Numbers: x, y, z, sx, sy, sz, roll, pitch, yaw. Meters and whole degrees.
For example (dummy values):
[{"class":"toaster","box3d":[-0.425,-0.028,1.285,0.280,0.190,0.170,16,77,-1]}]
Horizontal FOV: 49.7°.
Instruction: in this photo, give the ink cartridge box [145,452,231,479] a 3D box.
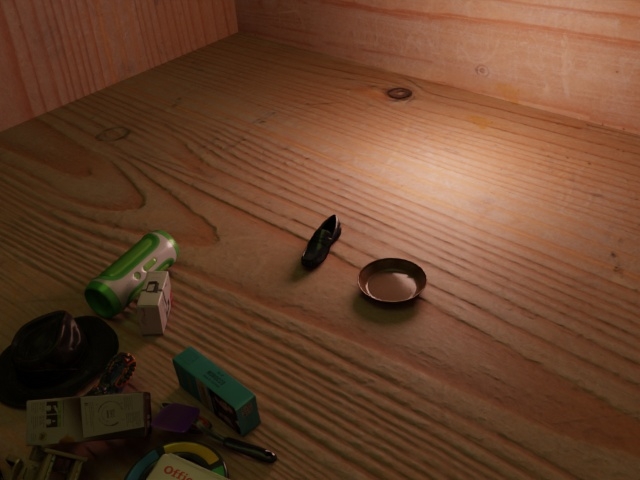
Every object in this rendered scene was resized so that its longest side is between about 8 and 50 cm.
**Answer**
[{"class":"ink cartridge box","box3d":[-0.275,0.575,1.285,0.207,0.117,0.283,17,48,19]}]

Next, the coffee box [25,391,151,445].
[{"class":"coffee box","box3d":[-0.508,0.395,1.535,0.246,0.141,0.098,-3,78,-8]}]

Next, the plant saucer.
[{"class":"plant saucer","box3d":[0.204,0.122,1.967,0.198,0.036,0.199,-2,36,2]}]

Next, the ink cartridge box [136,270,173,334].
[{"class":"ink cartridge box","box3d":[-0.456,0.173,1.904,0.063,0.109,0.151,0,36,0]}]

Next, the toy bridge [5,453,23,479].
[{"class":"toy bridge","box3d":[-0.707,0.549,1.485,0.063,0.026,0.188,11,40,20]}]

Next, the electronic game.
[{"class":"electronic game","box3d":[-0.309,0.521,1.463,0.229,0.048,0.229,-2,36,2]}]

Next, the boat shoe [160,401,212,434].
[{"class":"boat shoe","box3d":[-0.316,0.414,1.615,0.136,0.043,0.049,15,38,22]}]

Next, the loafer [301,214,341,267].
[{"class":"loafer","box3d":[0.000,0.000,2.119,0.076,0.078,0.223,12,39,22]}]

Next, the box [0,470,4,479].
[{"class":"box","box3d":[-0.729,0.485,1.374,0.143,0.191,0.381,-31,33,-20]}]

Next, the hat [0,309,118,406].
[{"class":"hat","box3d":[-0.700,0.269,1.781,0.331,0.134,0.331,-4,36,3]}]

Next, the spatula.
[{"class":"spatula","box3d":[-0.234,0.437,1.552,0.296,0.030,0.084,20,36,10]}]

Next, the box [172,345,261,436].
[{"class":"box","box3d":[-0.249,0.356,1.640,0.244,0.101,0.060,27,48,36]}]

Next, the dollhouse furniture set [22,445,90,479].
[{"class":"dollhouse furniture set","box3d":[-0.582,0.541,1.472,0.101,0.161,0.182,23,68,-25]}]

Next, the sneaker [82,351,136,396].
[{"class":"sneaker","box3d":[-0.522,0.377,1.668,0.083,0.087,0.221,36,59,0]}]

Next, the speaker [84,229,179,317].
[{"class":"speaker","box3d":[-0.545,0.093,2.011,0.131,0.131,0.296,15,40,24]}]
